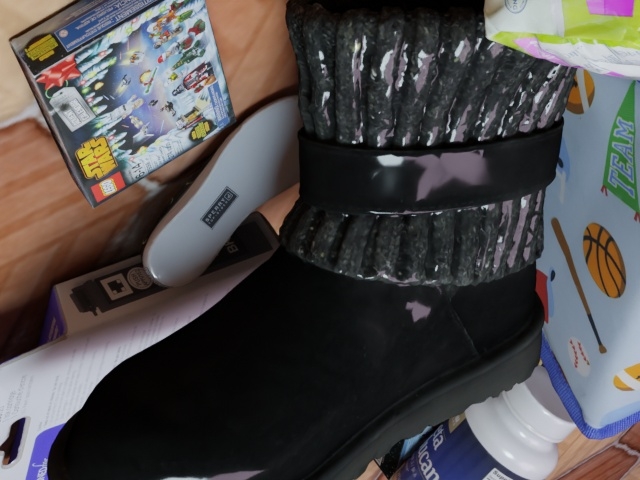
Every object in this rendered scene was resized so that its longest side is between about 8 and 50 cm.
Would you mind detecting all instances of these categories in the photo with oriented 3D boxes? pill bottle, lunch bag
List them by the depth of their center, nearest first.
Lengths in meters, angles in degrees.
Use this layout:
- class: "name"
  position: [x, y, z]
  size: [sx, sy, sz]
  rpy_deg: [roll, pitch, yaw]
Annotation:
- class: "lunch bag"
  position: [0.330, -0.079, 1.190]
  size: [0.385, 0.239, 0.328]
  rpy_deg: [-18, 152, -17]
- class: "pill bottle"
  position: [0.141, 0.184, 1.453]
  size: [0.169, 0.094, 0.094]
  rpy_deg: [-49, 153, 24]

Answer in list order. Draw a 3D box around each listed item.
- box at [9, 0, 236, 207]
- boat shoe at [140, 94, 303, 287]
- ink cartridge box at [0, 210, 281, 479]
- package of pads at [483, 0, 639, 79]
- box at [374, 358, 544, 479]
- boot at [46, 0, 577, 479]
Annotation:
- class: "box"
  position: [-0.096, -0.079, 0.871]
  size: [0.094, 0.027, 0.137]
  rpy_deg: [-32, 155, -9]
- class: "boat shoe"
  position: [-0.054, -0.032, 0.995]
  size: [0.142, 0.049, 0.040]
  rpy_deg: [-46, -159, -7]
- class: "ink cartridge box"
  position: [-0.136, 0.088, 1.087]
  size: [0.208, 0.045, 0.206]
  rpy_deg: [-22, 151, -33]
- class: "package of pads"
  position: [0.202, -0.189, 0.857]
  size: [0.296, 0.101, 0.229]
  rpy_deg: [-2, 97, -51]
- class: "box"
  position: [0.128, 0.108, 1.472]
  size: [0.159, 0.044, 0.233]
  rpy_deg: [-27, 153, -21]
- class: "boot"
  position: [-0.002, -0.002, 0.920]
  size: [0.348, 0.131, 0.260]
  rpy_deg: [-27, 136, -34]
